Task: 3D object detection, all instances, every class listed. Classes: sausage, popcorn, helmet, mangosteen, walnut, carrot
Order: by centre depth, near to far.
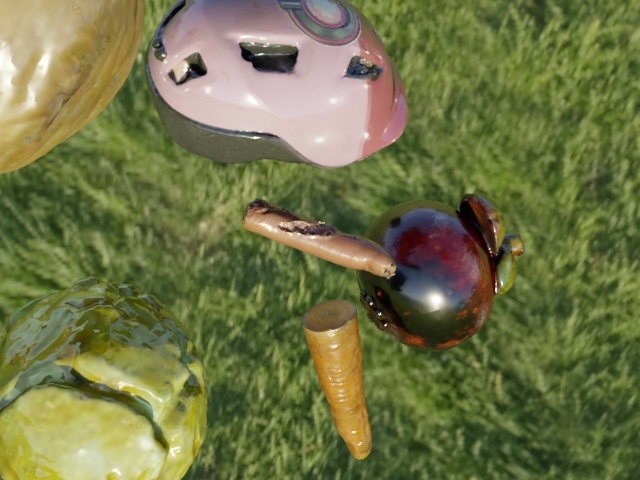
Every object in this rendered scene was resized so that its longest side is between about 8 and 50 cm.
[{"bbox_3d":[-0.263,-0.173,1.119,0.225,0.261,0.225,33,15,-10],"label":"walnut"},{"bbox_3d":[-0.199,0.142,1.207,0.204,0.183,0.221,-11,57,11],"label":"popcorn"},{"bbox_3d":[-0.041,-0.176,1.283,0.253,0.154,0.198,-11,55,-8],"label":"helmet"},{"bbox_3d":[0.000,0.000,1.305,0.158,0.036,0.042,21,41,0],"label":"sausage"},{"bbox_3d":[0.028,0.165,1.503,0.061,0.209,0.061,-9,32,6],"label":"carrot"},{"bbox_3d":[0.136,0.030,1.509,0.200,0.200,0.199,5,55,-8],"label":"mangosteen"}]
